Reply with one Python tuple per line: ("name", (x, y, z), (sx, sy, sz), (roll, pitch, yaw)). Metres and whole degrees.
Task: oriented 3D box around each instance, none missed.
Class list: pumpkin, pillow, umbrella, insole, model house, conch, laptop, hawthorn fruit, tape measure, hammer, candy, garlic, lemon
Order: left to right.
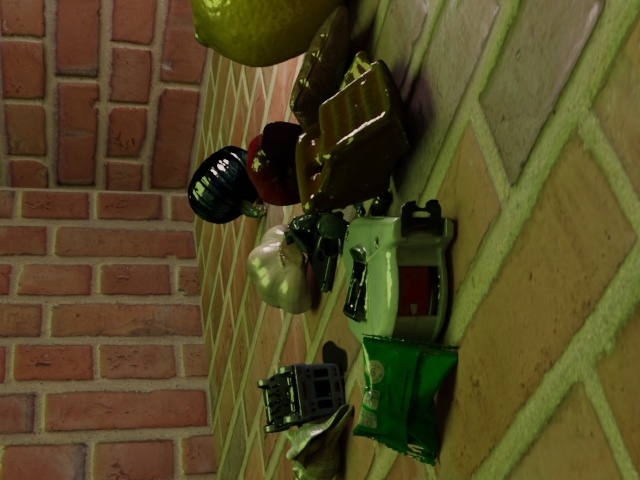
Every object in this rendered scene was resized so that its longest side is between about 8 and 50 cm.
("pumpkin", (-0.262, -0.143, 2.713), (0.248, 0.248, 0.248), (-179, 90, -75))
("lemon", (-0.109, -0.523, 1.892), (0.336, 0.336, 0.336), (-179, 90, -75))
("garlic", (-0.099, 0.078, 2.135), (0.178, 0.142, 0.229), (94, 158, -48))
("hawthorn fruit", (-0.082, -0.173, 2.076), (0.251, 0.189, 0.190), (168, 103, -82))
("conch", (-0.020, 0.427, 1.865), (0.114, 0.137, 0.234), (38, 134, 51))
("laptop", (0.000, 0.000, 2.032), (0.207, 0.026, 0.154), (-112, 27, -57))
("pillow", (0.007, -0.321, 1.788), (0.223, 0.084, 0.236), (52, -121, -79))
("umbrella", (0.007, -0.009, 1.683), (0.349, 0.143, 0.094), (175, 87, -85))
("insole", (0.029, 0.251, 1.947), (0.188, 0.004, 0.064), (178, 92, -75))
("model house", (0.061, -0.208, 1.532), (0.239, 0.173, 0.268), (112, 156, -51))
("hammer", (0.096, -0.179, 1.697), (0.058, 0.029, 0.292), (118, 152, -55))
("tape measure", (0.110, 0.061, 1.428), (0.243, 0.125, 0.246), (-178, 90, -75))
("candy", (0.124, 0.238, 1.357), (0.078, 0.141, 0.203), (-83, -3, -69))

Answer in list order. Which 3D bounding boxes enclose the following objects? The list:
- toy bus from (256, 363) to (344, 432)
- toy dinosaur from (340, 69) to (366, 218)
("toy bus", (-0.047, 0.345, 1.984), (0.292, 0.133, 0.126), (135, 129, -66))
("toy dinosaur", (0.053, -0.164, 1.754), (0.147, 0.076, 0.363), (130, 148, -53))
